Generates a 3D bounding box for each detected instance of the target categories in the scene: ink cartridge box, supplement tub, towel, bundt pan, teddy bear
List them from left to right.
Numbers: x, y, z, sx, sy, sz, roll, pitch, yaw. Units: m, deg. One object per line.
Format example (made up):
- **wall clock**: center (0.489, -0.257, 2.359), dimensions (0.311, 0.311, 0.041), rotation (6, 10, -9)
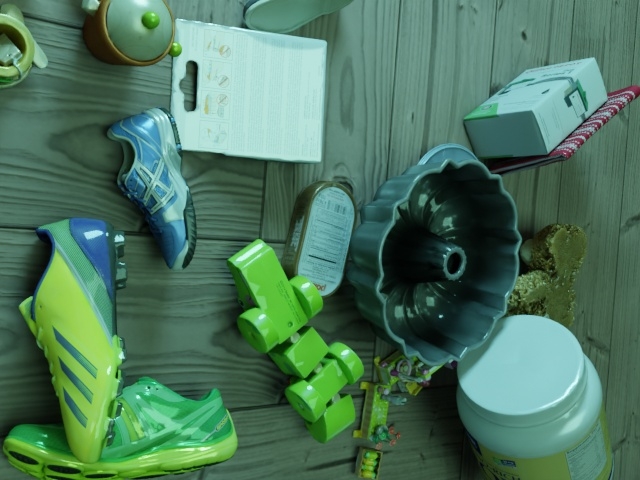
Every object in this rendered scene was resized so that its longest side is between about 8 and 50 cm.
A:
- **ink cartridge box**: center (-0.104, -0.206, 1.084), dimensions (0.225, 0.056, 0.181), rotation (2, 92, -20)
- **bundt pan**: center (0.173, 0.027, 1.229), dimensions (0.331, 0.124, 0.330), rotation (-8, 103, -36)
- **supplement tub**: center (0.374, 0.314, 1.337), dimensions (0.241, 0.241, 0.331), rotation (-48, 133, -26)
- **teddy bear**: center (0.421, 0.127, 1.500), dimensions (0.245, 0.113, 0.338), rotation (-12, 108, -31)
- **ink cartridge box**: center (0.396, -0.242, 1.402), dimensions (0.219, 0.160, 0.092), rotation (-39, 114, -31)
- **towel**: center (0.456, -0.200, 1.429), dimensions (0.275, 0.199, 0.031), rotation (-38, 103, -30)

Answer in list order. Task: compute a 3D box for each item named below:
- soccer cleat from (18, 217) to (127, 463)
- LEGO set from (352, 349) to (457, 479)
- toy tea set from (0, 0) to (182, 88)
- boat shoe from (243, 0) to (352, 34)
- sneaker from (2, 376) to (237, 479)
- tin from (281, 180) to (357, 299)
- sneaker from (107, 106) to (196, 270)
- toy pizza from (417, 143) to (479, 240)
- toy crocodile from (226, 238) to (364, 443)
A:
- **soccer cleat**: center (-0.288, 0.112, 0.889), dimensions (0.121, 0.093, 0.289), rotation (1, 71, -16)
- **LEGO set**: center (0.145, 0.264, 1.270), dimensions (0.287, 0.107, 0.132), rotation (-52, 122, -24)
- **toy tea set**: center (-0.308, -0.276, 0.851), dimensions (0.336, 0.124, 0.200), rotation (-23, 108, -36)
- **boat shoe**: center (-0.036, -0.361, 1.121), dimensions (0.206, 0.075, 0.065), rotation (-27, 67, -29)
- **sneaker**: center (-0.250, 0.240, 0.969), dimensions (0.296, 0.109, 0.123), rotation (5, 61, -35)
- **tin**: center (0.000, 0.000, 1.180), dimensions (0.106, 0.040, 0.189), rotation (16, 83, -34)
- **sneaker**: center (-0.216, -0.061, 0.981), dimensions (0.081, 0.080, 0.211), rotation (-15, 93, -31)
- **toy pizza**: center (0.222, -0.071, 1.353), dimensions (0.201, 0.032, 0.201), rotation (-5, 99, -36)
- **toy crocodile**: center (-0.039, 0.155, 1.128), dimensions (0.115, 0.105, 0.340), rotation (-41, 112, -29)
